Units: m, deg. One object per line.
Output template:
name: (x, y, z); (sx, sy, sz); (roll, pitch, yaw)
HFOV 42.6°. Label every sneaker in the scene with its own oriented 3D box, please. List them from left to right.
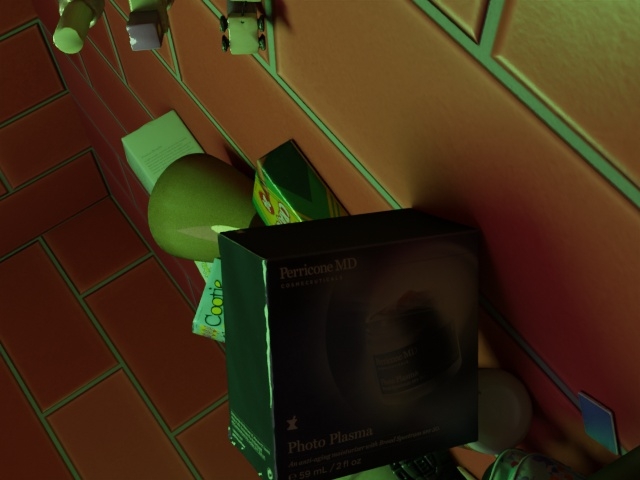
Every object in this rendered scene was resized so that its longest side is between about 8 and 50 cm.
sneaker: (0.200, 0.396, 1.248); (0.286, 0.109, 0.130); (58, 177, 9)

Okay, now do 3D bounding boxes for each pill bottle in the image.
pill bottle: (0.217, 0.253, 1.246); (0.121, 0.121, 0.221); (57, 163, -1)

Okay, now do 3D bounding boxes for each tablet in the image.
tablet: (0.350, 0.230, 1.033); (0.054, 0.006, 0.083); (35, 153, 51)

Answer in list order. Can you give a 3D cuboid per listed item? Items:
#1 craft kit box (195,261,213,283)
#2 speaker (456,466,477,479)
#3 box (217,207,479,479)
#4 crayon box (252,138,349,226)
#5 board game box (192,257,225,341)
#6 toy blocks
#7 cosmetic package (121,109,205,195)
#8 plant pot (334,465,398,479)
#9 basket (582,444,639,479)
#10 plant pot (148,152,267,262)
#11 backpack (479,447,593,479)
craft kit box: (-0.196, 0.125, 1.951); (0.250, 0.061, 0.246); (58, -171, 23)
speaker: (0.298, 0.491, 1.566); (0.136, 0.055, 0.055); (33, 151, 54)
box: (0.038, 0.127, 1.061); (0.183, 0.296, 0.294); (-159, 63, -62)
crayon box: (0.000, 0.000, 1.463); (0.318, 0.081, 0.202); (53, 162, 12)
board game box: (-0.114, 0.158, 1.719); (0.275, 0.144, 0.142); (18, 163, -5)
toy blocks: (-0.235, -0.445, 1.172); (0.260, 0.309, 0.288); (-93, 3, -48)
cosmetic package: (-0.376, -0.190, 2.040); (0.183, 0.151, 0.151); (54, 163, 13)
plant pot: (0.130, 0.608, 1.874); (0.305, 0.334, 0.334); (41, 160, 10)
basket: (0.329, 0.333, 0.899); (0.204, 0.227, 0.154); (61, 163, -16)
plant pot: (-0.190, -0.048, 1.720); (0.254, 0.237, 0.237); (17, 140, 42)
backpack: (0.313, 0.411, 1.067); (0.253, 0.225, 0.191); (27, 153, 10)
